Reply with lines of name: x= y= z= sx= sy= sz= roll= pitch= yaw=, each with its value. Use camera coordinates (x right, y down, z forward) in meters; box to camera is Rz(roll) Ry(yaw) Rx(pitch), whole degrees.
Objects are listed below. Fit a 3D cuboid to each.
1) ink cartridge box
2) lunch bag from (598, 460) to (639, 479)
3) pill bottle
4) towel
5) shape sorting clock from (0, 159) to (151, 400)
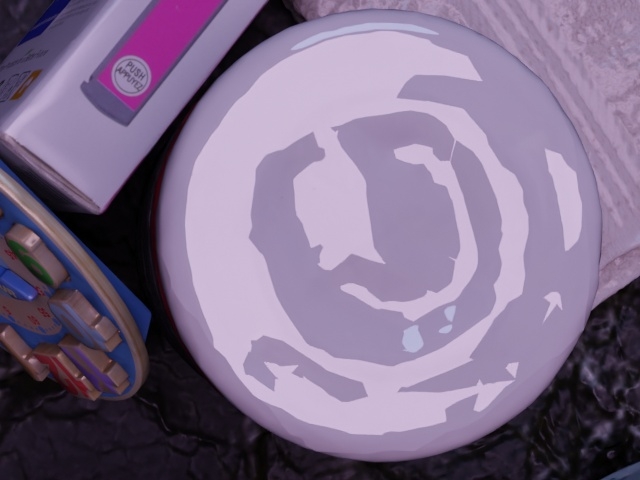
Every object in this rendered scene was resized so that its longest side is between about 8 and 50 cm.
ink cartridge box: x=-0.046 y=-0.174 z=0.705 sx=0.069 sy=0.176 sz=0.371 roll=39 pitch=77 yaw=-20
lunch bag: x=0.160 y=0.263 z=0.803 sx=0.279 sy=0.108 sz=0.224 roll=-30 pitch=94 yaw=-9
pill bottle: x=0.000 y=0.000 z=0.675 sx=0.176 sy=0.318 sz=0.176 roll=0 pitch=89 yaw=-10
towel: x=0.118 y=-0.095 z=0.833 sx=0.187 sy=0.049 sz=0.282 roll=-36 pitch=94 yaw=-9
shape sorting clock: x=-0.167 y=0.007 z=0.667 sx=0.206 sy=0.206 sz=0.040 roll=39 pitch=66 yaw=-7
